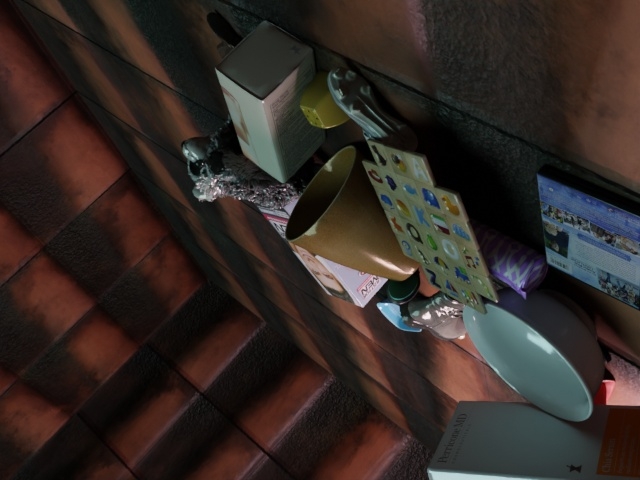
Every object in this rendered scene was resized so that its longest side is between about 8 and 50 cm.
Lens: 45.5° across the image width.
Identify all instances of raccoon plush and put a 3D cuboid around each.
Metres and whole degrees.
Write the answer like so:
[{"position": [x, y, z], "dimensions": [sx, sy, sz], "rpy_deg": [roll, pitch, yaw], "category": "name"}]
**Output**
[{"position": [-0.133, -0.115, 1.808], "dimensions": [0.446, 0.216, 0.299], "rpy_deg": [44, 155, -2], "category": "raccoon plush"}]

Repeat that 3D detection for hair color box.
[{"position": [0.000, 0.000, 2.040], "dimensions": [0.374, 0.113, 0.185], "rpy_deg": [51, 162, -27], "category": "hair color box"}]

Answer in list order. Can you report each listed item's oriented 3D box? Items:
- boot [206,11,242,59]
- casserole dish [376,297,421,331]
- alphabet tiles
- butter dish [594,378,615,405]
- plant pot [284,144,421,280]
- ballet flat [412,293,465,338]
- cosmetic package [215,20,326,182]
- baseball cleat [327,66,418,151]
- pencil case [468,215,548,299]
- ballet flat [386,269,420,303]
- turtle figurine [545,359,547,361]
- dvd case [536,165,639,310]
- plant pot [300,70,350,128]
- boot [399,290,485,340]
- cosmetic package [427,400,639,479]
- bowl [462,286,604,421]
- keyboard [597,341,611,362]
[{"position": [-0.209, -0.425, 1.619], "dimensions": [0.106, 0.037, 0.114], "rpy_deg": [49, 168, -11], "category": "boot"}, {"position": [0.229, 0.204, 2.144], "dimensions": [0.114, 0.037, 0.188], "rpy_deg": [47, 163, -10], "category": "casserole dish"}, {"position": [0.192, -0.024, 1.364], "dimensions": [0.285, 0.011, 0.342], "rpy_deg": [30, 152, 58], "category": "alphabet tiles"}, {"position": [0.528, 0.359, 1.578], "dimensions": [0.160, 0.118, 0.160], "rpy_deg": [-5, 149, 9], "category": "butter dish"}, {"position": [0.095, -0.029, 1.593], "dimensions": [0.254, 0.237, 0.237], "rpy_deg": [36, 167, -18], "category": "plant pot"}, {"position": [0.296, 0.202, 1.953], "dimensions": [0.173, 0.049, 0.057], "rpy_deg": [36, 163, 25], "category": "ballet flat"}, {"position": [-0.091, -0.267, 1.519], "dimensions": [0.129, 0.153, 0.296], "rpy_deg": [37, 161, 20], "category": "cosmetic package"}, {"position": [0.081, -0.219, 1.369], "dimensions": [0.206, 0.072, 0.109], "rpy_deg": [46, 163, -5], "category": "baseball cleat"}, {"position": [0.313, 0.024, 1.397], "dimensions": [0.206, 0.088, 0.086], "rpy_deg": [29, 149, 38], "category": "pencil case"}, {"position": [0.189, 0.088, 1.692], "dimensions": [0.074, 0.203, 0.074], "rpy_deg": [7, 130, 9], "category": "ballet flat"}, {"position": [0.447, 0.279, 1.691], "dimensions": [0.217, 0.087, 0.269], "rpy_deg": [50, 170, -24], "category": "turtle figurine"}, {"position": [0.427, 0.001, 1.186], "dimensions": [0.180, 0.022, 0.253], "rpy_deg": [31, 159, 35], "category": "dvd case"}, {"position": [0.011, -0.256, 1.422], "dimensions": [0.081, 0.083, 0.081], "rpy_deg": [25, 155, 49], "category": "plant pot"}, {"position": [0.309, 0.160, 1.718], "dimensions": [0.161, 0.083, 0.246], "rpy_deg": [-25, 152, 38], "category": "boot"}, {"position": [0.461, 0.437, 1.445], "dimensions": [0.453, 0.230, 0.161], "rpy_deg": [-6, 113, 30], "category": "cosmetic package"}, {"position": [0.423, 0.187, 1.438], "dimensions": [0.298, 0.134, 0.298], "rpy_deg": [44, 162, 18], "category": "bowl"}, {"position": [0.509, 0.233, 1.545], "dimensions": [0.100, 0.038, 0.192], "rpy_deg": [46, 165, -8], "category": "keyboard"}]
